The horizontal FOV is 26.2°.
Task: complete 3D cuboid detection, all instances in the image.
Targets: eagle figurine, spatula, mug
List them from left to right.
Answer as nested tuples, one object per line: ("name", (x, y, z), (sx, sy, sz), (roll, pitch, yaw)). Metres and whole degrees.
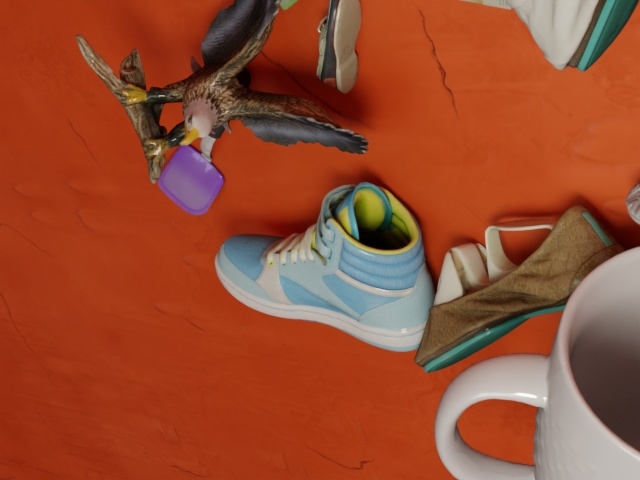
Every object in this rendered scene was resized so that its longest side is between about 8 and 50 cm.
("spatula", (-0.142, -0.130, 1.787), (0.084, 0.030, 0.296), (42, 144, 6))
("eagle figurine", (-0.095, -0.172, 1.549), (0.298, 0.225, 0.226), (-20, 147, 26))
("mug", (0.302, 0.202, 1.385), (0.374, 0.276, 0.328), (7, 140, 4))

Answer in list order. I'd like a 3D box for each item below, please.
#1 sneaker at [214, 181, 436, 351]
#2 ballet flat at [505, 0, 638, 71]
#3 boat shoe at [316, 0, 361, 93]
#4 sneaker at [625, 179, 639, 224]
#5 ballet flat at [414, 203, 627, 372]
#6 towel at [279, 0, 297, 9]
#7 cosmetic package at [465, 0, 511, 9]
("sneaker", (0.000, 0.000, 1.685), (0.319, 0.127, 0.208), (14, 136, 25))
("ballet flat", (0.240, -0.283, 1.122), (0.139, 0.139, 0.400), (41, 153, 9))
("boat shoe", (0.016, -0.222, 1.517), (0.043, 0.049, 0.137), (32, 147, 25))
("sneaker", (0.392, -0.006, 1.293), (0.232, 0.090, 0.115), (18, 154, 47))
("ballet flat", (0.204, 0.046, 1.536), (0.342, 0.116, 0.124), (-34, 77, 54))
("towel", (-0.058, -0.334, 1.507), (0.152, 0.023, 0.113), (52, 146, -7))
("cosmetic package", (0.144, -0.267, 1.340), (0.115, 0.041, 0.060), (17, 135, 36))
